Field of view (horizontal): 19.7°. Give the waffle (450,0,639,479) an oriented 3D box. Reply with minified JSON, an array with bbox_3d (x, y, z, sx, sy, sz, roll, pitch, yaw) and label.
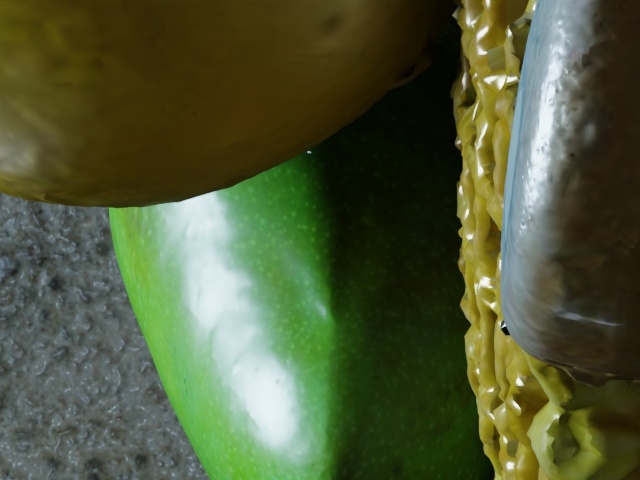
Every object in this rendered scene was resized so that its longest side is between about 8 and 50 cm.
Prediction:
[{"bbox_3d":[0.069,-0.015,0.535,0.249,0.056,0.253,85,-177,-57],"label":"waffle"}]

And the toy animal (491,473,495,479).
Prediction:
[{"bbox_3d":[0.073,0.165,1.070,0.179,0.089,0.188,-11,-82,-76],"label":"toy animal"}]

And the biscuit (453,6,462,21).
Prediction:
[{"bbox_3d":[0.073,-0.227,1.184,0.131,0.025,0.231,85,-179,-56],"label":"biscuit"}]

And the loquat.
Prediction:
[{"bbox_3d":[-0.058,-0.170,0.698,0.328,0.359,0.328,-20,63,46],"label":"loquat"}]

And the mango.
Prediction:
[{"bbox_3d":[0.000,0.000,0.865,0.382,0.201,0.225,-98,12,-53],"label":"mango"}]

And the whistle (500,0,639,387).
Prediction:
[{"bbox_3d":[0.068,-0.058,0.338,0.107,0.057,0.220,-71,-13,-51],"label":"whistle"}]
